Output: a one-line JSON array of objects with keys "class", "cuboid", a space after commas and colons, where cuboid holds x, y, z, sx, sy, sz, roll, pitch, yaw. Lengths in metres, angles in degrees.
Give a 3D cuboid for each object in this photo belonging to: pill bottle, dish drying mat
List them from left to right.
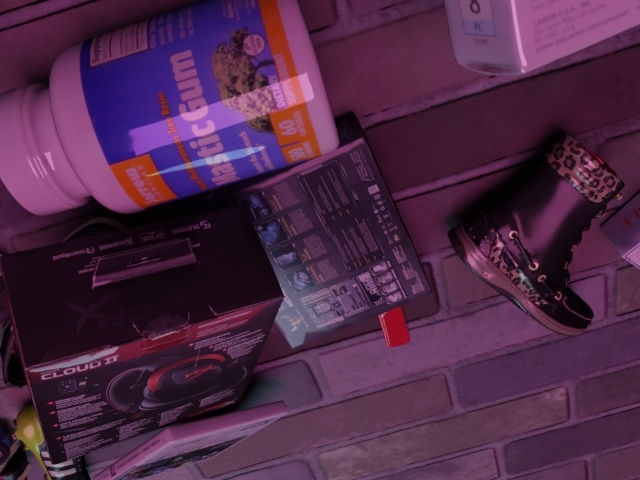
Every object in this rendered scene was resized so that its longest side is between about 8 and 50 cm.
[{"class": "pill bottle", "cuboid": [-0.132, -0.111, 0.576, 0.271, 0.152, 0.152, -17, 126, 3]}, {"class": "dish drying mat", "cuboid": [0.093, 0.106, 0.854, 0.032, 0.008, 0.083, -17, 126, 3]}]

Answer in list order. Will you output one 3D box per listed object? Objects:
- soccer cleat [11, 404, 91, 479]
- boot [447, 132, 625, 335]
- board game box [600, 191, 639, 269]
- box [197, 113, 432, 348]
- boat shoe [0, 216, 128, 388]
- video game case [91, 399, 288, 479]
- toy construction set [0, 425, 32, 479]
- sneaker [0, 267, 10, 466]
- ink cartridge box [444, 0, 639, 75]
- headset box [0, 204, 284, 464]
[{"class": "soccer cleat", "cuboid": [-0.338, 0.282, 0.891, 0.072, 0.060, 0.179, -23, 126, -7]}, {"class": "boot", "cuboid": [0.282, 0.002, 0.761, 0.236, 0.085, 0.179, 32, 113, -26]}, {"class": "board game box", "cuboid": [0.556, -0.037, 0.784, 0.318, 0.066, 0.319, 30, 117, -26]}, {"class": "box", "cuboid": [0.000, 0.000, 0.733, 0.183, 0.059, 0.233, -23, 126, 9]}, {"class": "boat shoe", "cuboid": [-0.279, 0.072, 0.734, 0.084, 0.079, 0.233, 33, 114, -26]}, {"class": "video game case", "cuboid": [-0.161, 0.256, 0.839, 0.173, 0.022, 0.190, -38, 156, 32]}, {"class": "toy construction set", "cuboid": [-0.484, 0.324, 0.786, 0.257, 0.237, 0.309, 21, 119, -21]}, {"class": "sneaker", "cuboid": [-0.365, 0.144, 0.692, 0.086, 0.226, 0.163, -11, 127, 47]}, {"class": "ink cartridge box", "cuboid": [0.204, -0.347, 0.449, 0.308, 0.091, 0.385, -25, 116, -16]}, {"class": "headset box", "cuboid": [-0.171, 0.091, 0.645, 0.218, 0.110, 0.293, -14, 152, -24]}]
